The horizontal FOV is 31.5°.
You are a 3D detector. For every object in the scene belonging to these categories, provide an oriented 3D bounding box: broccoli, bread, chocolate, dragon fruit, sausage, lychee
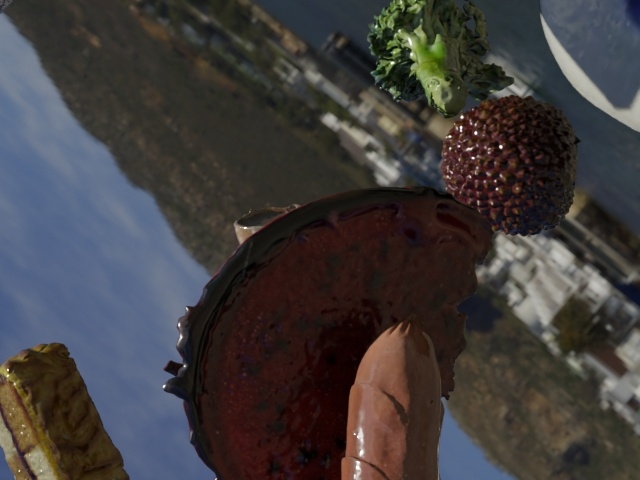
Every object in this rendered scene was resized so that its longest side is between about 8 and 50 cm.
[{"bbox_3d":[0.181,-0.233,1.601,0.198,0.177,0.275,28,-155,-37],"label":"broccoli"},{"bbox_3d":[-0.343,0.246,1.434,0.096,0.181,0.222,-25,-91,-37],"label":"bread"},{"bbox_3d":[0.001,0.001,1.693,0.261,0.083,0.161,2,-166,22],"label":"chocolate"},{"bbox_3d":[-0.005,0.095,1.036,0.282,0.343,0.100,21,177,-25],"label":"dragon fruit"},{"bbox_3d":[0.057,0.269,0.927,0.088,0.433,0.088,2,165,1],"label":"sausage"},{"bbox_3d":[0.242,-0.095,1.448,0.188,0.188,0.188,38,-173,-6],"label":"lychee"}]

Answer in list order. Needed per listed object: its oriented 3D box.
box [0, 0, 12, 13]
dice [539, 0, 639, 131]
[{"bbox_3d":[-0.330,-0.298,1.073,0.029,0.109,0.198,12,-130,-52],"label":"box"},{"bbox_3d":[0.426,-0.254,1.137,0.304,0.277,0.304,-21,-137,-36],"label":"dice"}]
